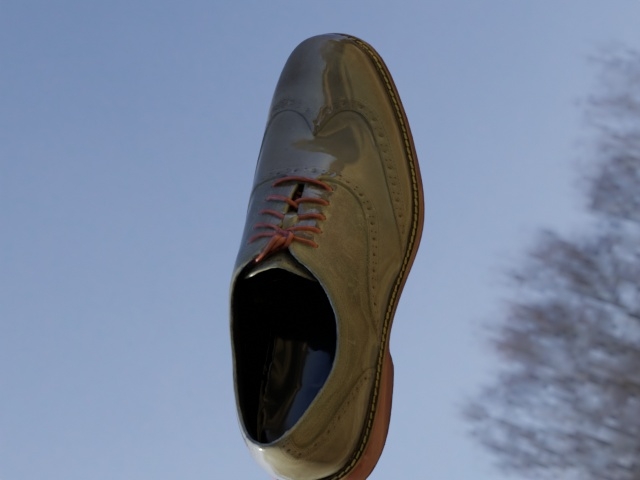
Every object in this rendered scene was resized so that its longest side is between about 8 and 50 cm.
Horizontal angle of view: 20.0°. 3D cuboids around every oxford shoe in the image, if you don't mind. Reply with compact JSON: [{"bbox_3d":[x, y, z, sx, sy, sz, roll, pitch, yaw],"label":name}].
[{"bbox_3d":[0.000,0.000,1.275,0.130,0.123,0.348,46,-139,-65],"label":"oxford shoe"}]
